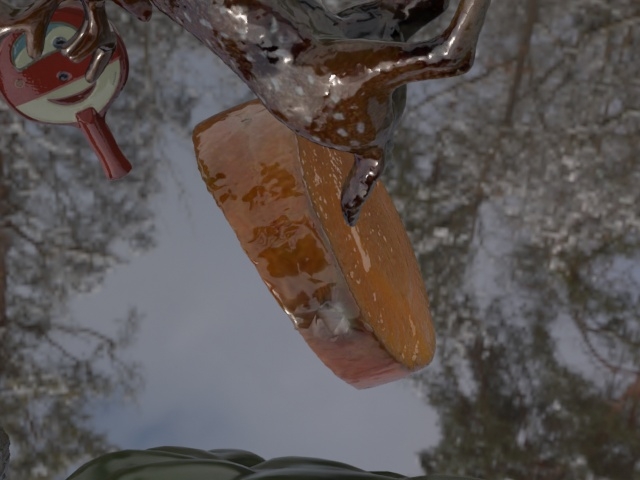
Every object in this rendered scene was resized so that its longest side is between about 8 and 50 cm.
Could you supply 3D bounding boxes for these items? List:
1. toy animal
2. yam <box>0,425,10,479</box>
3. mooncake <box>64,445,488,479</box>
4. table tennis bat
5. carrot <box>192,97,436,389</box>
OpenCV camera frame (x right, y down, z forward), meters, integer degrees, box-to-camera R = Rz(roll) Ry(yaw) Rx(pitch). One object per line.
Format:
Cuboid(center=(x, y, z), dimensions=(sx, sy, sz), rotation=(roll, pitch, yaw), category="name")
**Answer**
Cuboid(center=(-0.055, -0.115, 0.591), dimensions=(0.243, 0.260, 0.087), rotation=(50, -137, 10), category="toy animal")
Cuboid(center=(-0.314, 0.182, 0.869), dimensions=(0.154, 0.154, 0.254), rotation=(6, -170, 3), category="yam")
Cuboid(center=(0.023, 0.202, 0.602), dimensions=(0.351, 0.187, 0.351), rotation=(11, 177, 1), category="mooncake")
Cuboid(center=(-0.179, -0.108, 0.914), dimensions=(0.098, 0.154, 0.019), rotation=(-24, -142, 1), category="table tennis bat")
Cuboid(center=(0.000, 0.000, 1.009), dimensions=(0.100, 0.258, 0.307), rotation=(-31, -159, 14), category="carrot")
